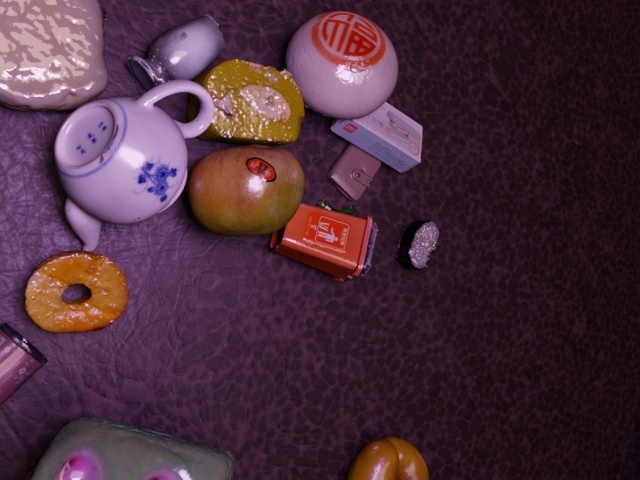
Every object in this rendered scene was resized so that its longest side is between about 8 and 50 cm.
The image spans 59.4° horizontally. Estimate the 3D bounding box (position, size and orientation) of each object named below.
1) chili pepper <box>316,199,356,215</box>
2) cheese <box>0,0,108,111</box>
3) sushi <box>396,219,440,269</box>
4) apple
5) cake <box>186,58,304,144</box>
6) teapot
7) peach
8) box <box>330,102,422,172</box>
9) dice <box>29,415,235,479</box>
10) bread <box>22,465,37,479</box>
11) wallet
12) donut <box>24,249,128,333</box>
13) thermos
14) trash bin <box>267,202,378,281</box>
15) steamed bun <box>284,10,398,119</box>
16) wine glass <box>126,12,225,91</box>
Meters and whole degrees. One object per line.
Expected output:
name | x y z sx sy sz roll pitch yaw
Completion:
chili pepper | 0.044 -0.075 1.490 0.117 0.035 0.056 8 103 -27
cheese | -0.559 -0.398 1.080 0.326 0.115 0.318 38 71 -27
sushi | 0.279 0.011 1.608 0.090 0.078 0.151 30 75 -21
apple | -0.164 -0.113 1.244 0.260 0.260 0.194 -7 104 -31
cake | -0.166 -0.314 1.300 0.260 0.156 0.179 -1 97 -33
teapot | -0.374 -0.148 1.132 0.424 0.252 0.280 -49 151 0
peach | 0.183 0.654 1.509 0.251 0.153 0.251 -5 98 -36
box | 0.155 -0.302 1.512 0.269 0.079 0.135 26 57 -28
dice | -0.350 0.518 1.028 0.322 0.318 0.331 14 71 0
bread | -0.555 0.495 1.108 0.082 0.060 0.113 26 75 -29
wallet | 0.096 -0.193 1.521 0.118 0.038 0.153 41 69 -22
donut | -0.489 0.099 1.128 0.190 0.074 0.174 -19 116 -22
thermos | -0.668 0.299 1.001 0.330 0.109 0.136 -48 148 -22
trash bin | 0.000 0.000 1.396 0.238 0.184 0.161 18 73 -16
steamed bun | 0.057 -0.441 1.360 0.282 0.177 0.283 4 64 -9
wine glass | -0.309 -0.406 1.230 0.204 0.111 0.111 -41 110 -22
